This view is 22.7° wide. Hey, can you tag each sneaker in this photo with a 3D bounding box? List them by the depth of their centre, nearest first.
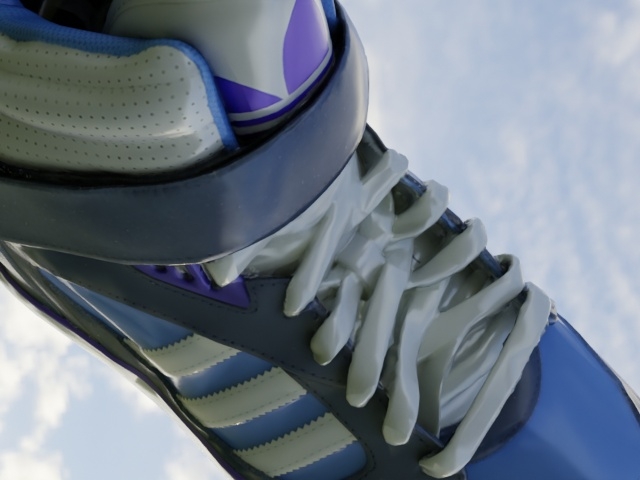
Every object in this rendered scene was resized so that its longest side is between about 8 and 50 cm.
[{"bbox_3d":[0.000,-0.001,0.552,0.323,0.130,0.236,31,-25,9],"label":"sneaker"}]
